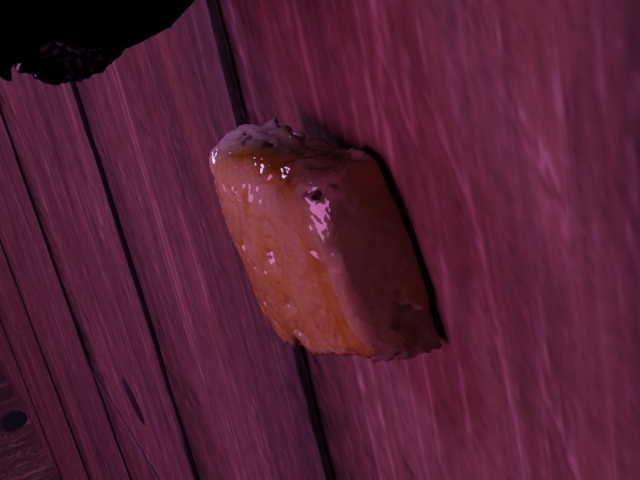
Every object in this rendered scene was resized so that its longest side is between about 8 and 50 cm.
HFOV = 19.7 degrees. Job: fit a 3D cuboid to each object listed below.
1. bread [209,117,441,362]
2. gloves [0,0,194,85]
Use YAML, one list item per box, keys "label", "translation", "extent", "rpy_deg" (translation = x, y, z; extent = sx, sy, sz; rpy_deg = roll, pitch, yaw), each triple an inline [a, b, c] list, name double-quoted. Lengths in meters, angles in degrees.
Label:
- label: "bread"
  translation: [0.000, 0.000, 0.563]
  extent: [0.083, 0.035, 0.070]
  rpy_deg: [18, 132, 62]
- label: "gloves"
  translation: [-0.095, -0.126, 0.549]
  extent: [0.181, 0.106, 0.129]
  rpy_deg: [32, 146, 59]
